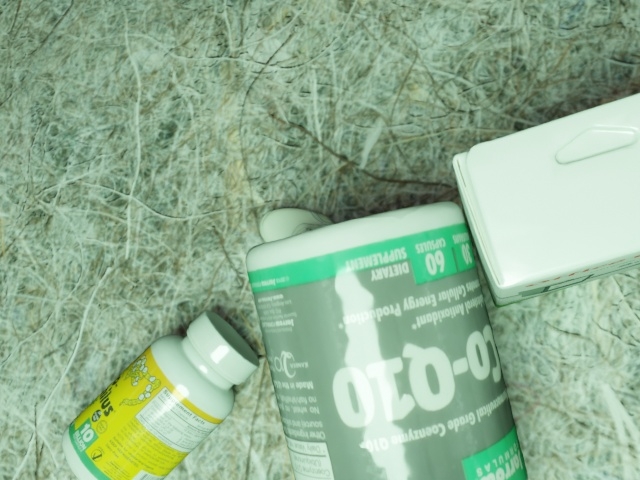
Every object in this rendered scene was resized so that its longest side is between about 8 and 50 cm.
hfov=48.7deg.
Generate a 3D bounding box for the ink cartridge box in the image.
[{"bbox_3d":[0.235,-0.024,0.633,0.199,0.273,0.114,-18,78,11],"label":"ink cartridge box"}]

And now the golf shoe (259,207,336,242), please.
[{"bbox_3d":[0.000,0.000,0.802,0.176,0.086,0.069,22,83,22],"label":"golf shoe"}]

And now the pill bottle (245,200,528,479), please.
[{"bbox_3d":[0.068,0.159,0.637,0.204,0.204,0.360,-14,89,12],"label":"pill bottle"}]

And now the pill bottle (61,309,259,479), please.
[{"bbox_3d":[-0.171,0.180,0.782,0.208,0.117,0.117,-44,68,1],"label":"pill bottle"}]
